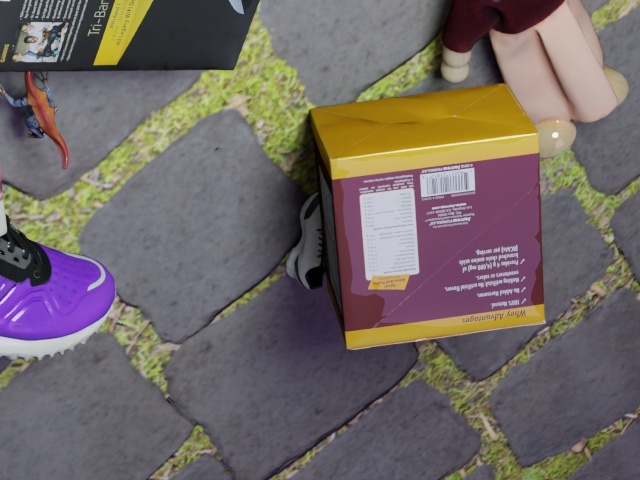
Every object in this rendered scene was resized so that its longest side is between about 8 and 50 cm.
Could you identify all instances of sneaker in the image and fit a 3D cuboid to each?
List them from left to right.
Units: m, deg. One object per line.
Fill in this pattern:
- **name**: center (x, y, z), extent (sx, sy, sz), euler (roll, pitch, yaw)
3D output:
- **sneaker**: center (-0.288, 0.014, 1.549), extent (0.293, 0.102, 0.146), euler (0, 124, -38)
- **sneaker**: center (0.000, 0.000, 1.803), extent (0.040, 0.044, 0.109), euler (-6, 127, -31)

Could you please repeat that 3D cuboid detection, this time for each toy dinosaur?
- **toy dinosaur**: center (-0.225, -0.115, 1.514), extent (0.047, 0.090, 0.082), euler (-45, 174, -19)

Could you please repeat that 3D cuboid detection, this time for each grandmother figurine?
- **grandmother figurine**: center (0.197, -0.223, 1.720), extent (0.208, 0.104, 0.342), euler (-47, 142, -7)

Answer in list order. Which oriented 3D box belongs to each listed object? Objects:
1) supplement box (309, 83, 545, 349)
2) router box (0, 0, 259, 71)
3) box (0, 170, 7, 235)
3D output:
- **supplement box**: center (0.100, -0.023, 1.715), extent (0.191, 0.129, 0.194), euler (-8, 116, -5)
- **router box**: center (-0.137, -0.273, 1.413), extent (0.243, 0.081, 0.309), euler (-4, 132, -35)
- **box**: center (-0.325, -0.112, 1.374), extent (0.127, 0.148, 0.232), euler (-20, 136, -24)
